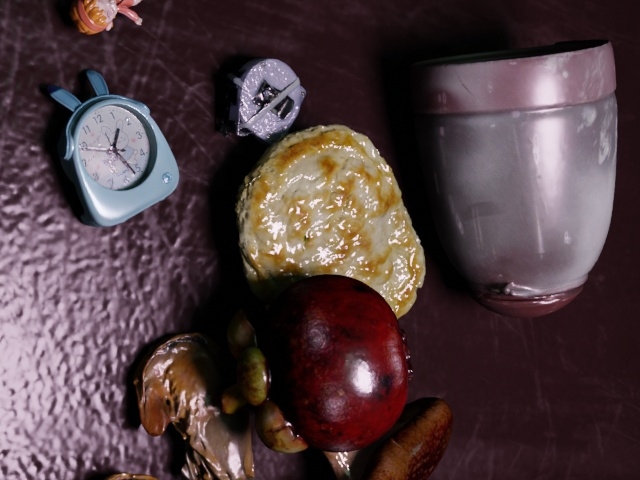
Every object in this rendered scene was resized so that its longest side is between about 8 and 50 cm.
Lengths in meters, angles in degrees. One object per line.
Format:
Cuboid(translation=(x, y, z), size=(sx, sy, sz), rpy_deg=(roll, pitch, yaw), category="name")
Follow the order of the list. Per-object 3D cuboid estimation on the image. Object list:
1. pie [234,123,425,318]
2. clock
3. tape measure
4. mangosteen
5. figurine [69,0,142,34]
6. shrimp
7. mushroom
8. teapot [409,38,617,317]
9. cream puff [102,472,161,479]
Cuboid(translation=(0.000, 0.000, 1.296), size=(0.201, 0.090, 0.248), rpy_deg=(-32, 114, -18), category="pie")
Cuboid(translation=(-0.208, -0.094, 1.172), size=(0.108, 0.045, 0.147), rpy_deg=(-33, 107, -34), category="clock")
Cuboid(translation=(-0.064, -0.147, 1.276), size=(0.091, 0.054, 0.094), rpy_deg=(17, 88, -34), category="tape measure")
Cuboid(translation=(-0.008, 0.126, 1.193), size=(0.199, 0.200, 0.200), rpy_deg=(1, 89, -37), category="mangosteen")
Cuboid(translation=(-0.201, -0.236, 1.181), size=(0.109, 0.047, 0.064), rpy_deg=(-42, 106, -40), category="figurine")
Cuboid(translation=(-0.122, 0.225, 1.222), size=(0.117, 0.066, 0.262), rpy_deg=(-8, 80, -24), category="shrimp")
Cuboid(translation=(0.011, 0.211, 1.302), size=(0.217, 0.148, 0.227), rpy_deg=(43, 54, -8), category="mushroom")
Cuboid(translation=(0.246, -0.074, 1.435), size=(0.315, 0.233, 0.312), rpy_deg=(-29, 116, -63), category="teapot")
Cuboid(translation=(-0.167, 0.287, 1.154), size=(0.133, 0.119, 0.104), rpy_deg=(-2, 112, -26), category="cream puff")
